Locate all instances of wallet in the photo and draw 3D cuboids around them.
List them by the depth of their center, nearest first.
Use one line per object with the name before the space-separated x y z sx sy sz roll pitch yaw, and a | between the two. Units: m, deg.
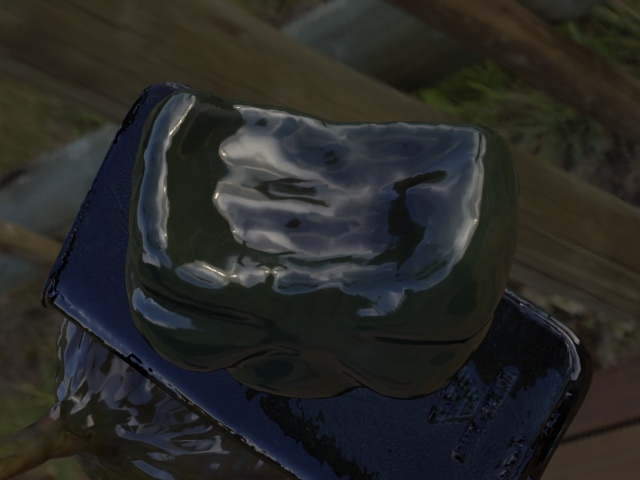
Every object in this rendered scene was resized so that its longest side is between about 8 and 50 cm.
wallet | -0.010 0.047 0.937 0.318 0.045 0.172 34 105 24

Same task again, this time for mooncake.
mooncake | 0.000 0.000 0.718 0.175 0.168 0.104 -13 50 29

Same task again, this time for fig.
fig | -0.110 0.088 1.147 0.286 0.368 0.286 6 99 38
